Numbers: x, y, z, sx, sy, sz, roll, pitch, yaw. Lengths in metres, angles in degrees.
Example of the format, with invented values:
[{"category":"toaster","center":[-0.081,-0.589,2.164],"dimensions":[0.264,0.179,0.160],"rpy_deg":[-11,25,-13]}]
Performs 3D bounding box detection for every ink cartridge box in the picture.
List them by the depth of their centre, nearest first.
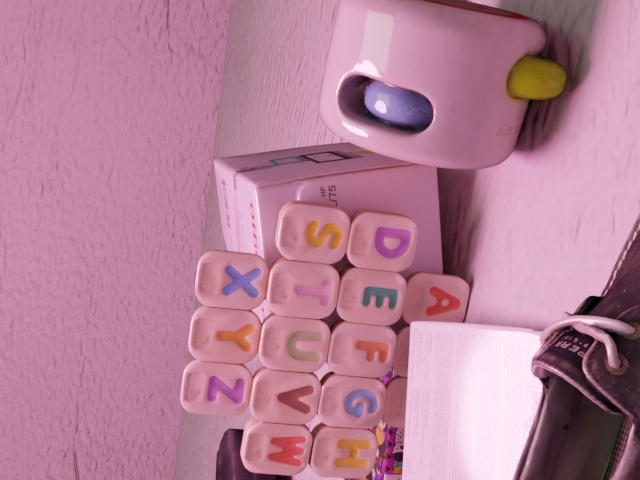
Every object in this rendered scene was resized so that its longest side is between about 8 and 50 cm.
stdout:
[{"category":"ink cartridge box","center":[0.166,0.169,0.670],"dimensions":[0.232,0.066,0.189],"rpy_deg":[-3,80,51]},{"category":"ink cartridge box","center":[0.000,0.000,0.906],"dimensions":[0.270,0.197,0.198],"rpy_deg":[-144,47,-70]}]

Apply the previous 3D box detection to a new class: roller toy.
[{"category":"roller toy","center":[0.098,-0.149,0.714],"dimensions":[0.209,0.191,0.146],"rpy_deg":[-120,39,-62]}]

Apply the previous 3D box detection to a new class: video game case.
[{"category":"video game case","center":[0.060,0.205,0.969],"dimensions":[0.232,0.042,0.210],"rpy_deg":[-174,88,-72]}]

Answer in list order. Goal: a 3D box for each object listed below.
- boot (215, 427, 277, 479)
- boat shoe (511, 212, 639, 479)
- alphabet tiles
[{"category":"boot","center":[-0.155,0.597,1.343],"dimensions":[0.367,0.146,0.445],"rpy_deg":[-51,39,46]},{"category":"boat shoe","center":[0.184,0.086,0.444],"dimensions":[0.121,0.119,0.335],"rpy_deg":[178,108,-76]},{"category":"alphabet tiles","center":[0.007,0.106,0.773],"dimensions":[0.021,0.278,0.284],"rpy_deg":[-130,49,-74]}]
